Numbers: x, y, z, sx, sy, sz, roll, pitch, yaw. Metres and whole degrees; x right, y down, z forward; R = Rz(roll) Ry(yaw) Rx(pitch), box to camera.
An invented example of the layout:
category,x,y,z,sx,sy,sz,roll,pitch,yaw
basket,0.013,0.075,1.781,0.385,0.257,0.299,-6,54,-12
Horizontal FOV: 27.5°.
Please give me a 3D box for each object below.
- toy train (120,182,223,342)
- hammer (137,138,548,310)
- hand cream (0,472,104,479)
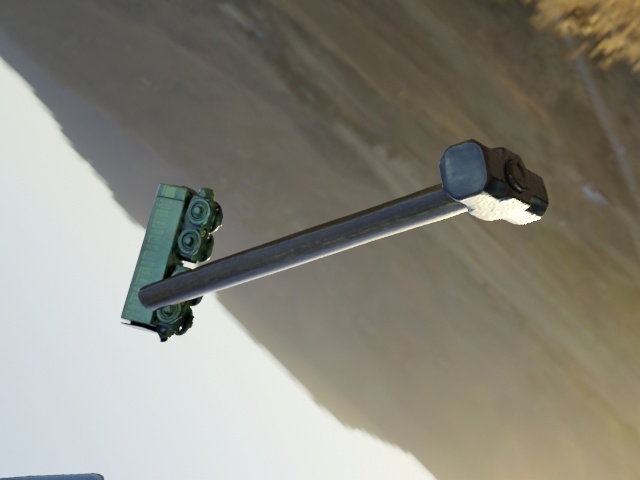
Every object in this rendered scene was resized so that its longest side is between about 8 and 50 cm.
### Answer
category,x,y,z,sx,sy,sz,roll,pitch,yaw
toy train,-0.135,0.020,1.199,0.071,0.148,0.038,10,169,28
hammer,0.000,0.000,1.060,0.111,0.365,0.043,15,-118,-56
hand cream,-0.122,0.251,0.672,0.058,0.091,0.271,-23,-76,-61
